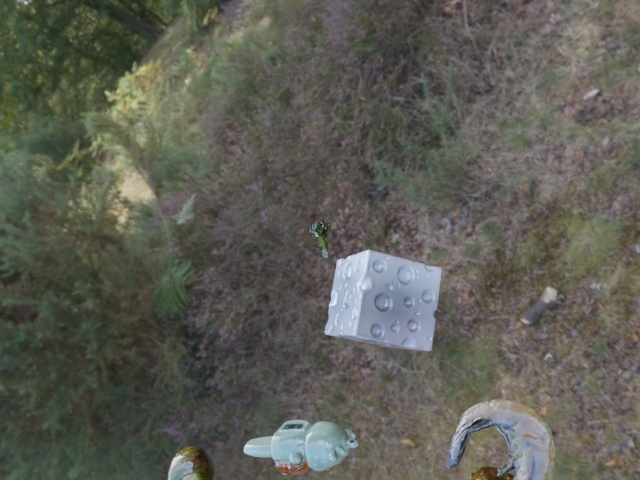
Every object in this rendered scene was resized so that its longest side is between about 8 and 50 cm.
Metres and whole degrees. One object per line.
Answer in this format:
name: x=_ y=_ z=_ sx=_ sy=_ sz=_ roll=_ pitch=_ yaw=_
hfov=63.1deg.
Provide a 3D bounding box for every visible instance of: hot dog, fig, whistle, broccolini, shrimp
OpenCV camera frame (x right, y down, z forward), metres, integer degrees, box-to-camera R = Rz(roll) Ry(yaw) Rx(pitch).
hot dog: x=0.595 y=0.831 z=1.640 sx=0.122 sy=0.272 sz=0.196 roll=-53 pitch=7 yaw=14
fig: x=-0.441 y=0.724 z=1.567 sx=0.245 sy=0.149 sz=0.149 roll=-23 pitch=10 yaw=-28
whistle: x=-0.041 y=0.416 z=1.052 sx=0.254 sy=0.102 sz=0.105 roll=-10 pitch=67 yaw=23
broccolini: x=-0.001 y=0.000 z=1.073 sx=0.218 sy=0.042 sz=0.044 roll=-90 pitch=24 yaw=-74
shrimp: x=0.252 y=0.337 z=0.734 sx=0.152 sy=0.046 sz=0.219 roll=-6 pitch=75 yaw=29

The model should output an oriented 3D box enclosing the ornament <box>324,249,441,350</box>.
ornament: x=0.179 y=0.180 z=1.521 sx=0.240 sy=0.240 sz=0.238 roll=155 pitch=127 yaw=-68
